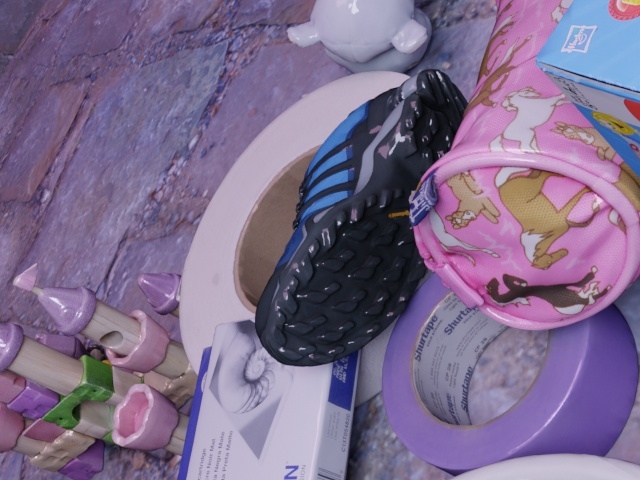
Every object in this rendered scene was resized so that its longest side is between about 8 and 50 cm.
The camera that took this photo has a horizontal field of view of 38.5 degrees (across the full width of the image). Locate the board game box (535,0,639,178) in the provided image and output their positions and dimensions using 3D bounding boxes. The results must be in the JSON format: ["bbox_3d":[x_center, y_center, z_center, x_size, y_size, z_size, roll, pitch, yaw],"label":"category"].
[{"bbox_3d":[0.310,-0.136,0.527,0.308,0.302,0.086,-55,38,0],"label":"board game box"}]

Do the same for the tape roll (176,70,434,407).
[{"bbox_3d":[0.000,0.000,0.974,0.392,0.072,0.392,-29,44,33],"label":"tape roll"}]

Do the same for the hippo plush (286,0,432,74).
[{"bbox_3d":[0.086,-0.304,0.999,0.234,0.294,0.237,-3,78,13],"label":"hippo plush"}]

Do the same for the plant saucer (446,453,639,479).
[{"bbox_3d":[0.089,0.305,0.489,0.400,0.100,0.400,-36,21,17],"label":"plant saucer"}]

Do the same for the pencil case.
[{"bbox_3d":[0.185,-0.118,0.713,0.167,0.160,0.386,11,48,17],"label":"pencil case"}]

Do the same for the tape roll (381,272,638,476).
[{"bbox_3d":[0.145,0.100,0.725,0.189,0.080,0.189,-28,44,31],"label":"tape roll"}]

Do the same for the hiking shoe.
[{"bbox_3d":[0.028,-0.014,0.802,0.132,0.113,0.304,-9,40,52],"label":"hiking shoe"}]

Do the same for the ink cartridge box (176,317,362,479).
[{"bbox_3d":[-0.068,0.177,0.822,0.224,0.045,0.223,-16,55,40],"label":"ink cartridge box"}]

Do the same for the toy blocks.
[{"bbox_3d":[-0.298,0.149,1.039,0.288,0.260,0.309,-39,39,23],"label":"toy blocks"}]
